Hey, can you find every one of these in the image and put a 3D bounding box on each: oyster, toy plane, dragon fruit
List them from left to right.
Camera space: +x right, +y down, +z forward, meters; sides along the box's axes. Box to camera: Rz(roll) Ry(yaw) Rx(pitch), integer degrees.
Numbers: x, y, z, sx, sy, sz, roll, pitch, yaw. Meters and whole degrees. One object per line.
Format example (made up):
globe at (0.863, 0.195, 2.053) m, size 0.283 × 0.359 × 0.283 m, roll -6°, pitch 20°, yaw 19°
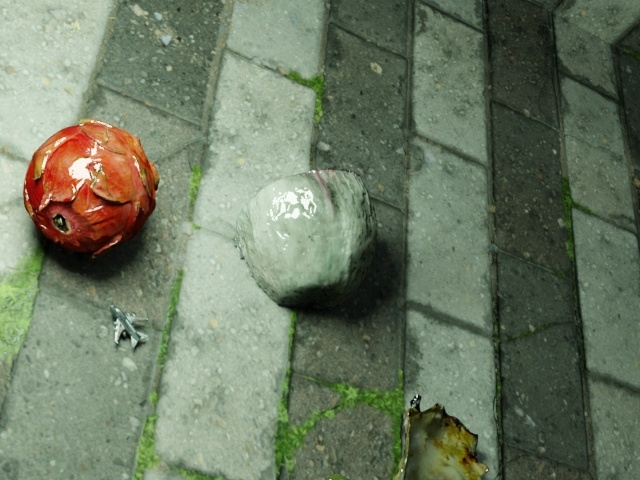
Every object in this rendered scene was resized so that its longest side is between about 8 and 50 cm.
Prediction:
dragon fruit at (-0.400, -0.094, 1.724) m, size 0.241 × 0.241 × 0.252 m, roll 31°, pitch 63°, yaw -13°
toy plane at (-0.344, 0.149, 1.726) m, size 0.083 × 0.031 × 0.078 m, roll 47°, pitch 47°, yaw 2°
dragon fruit at (0.000, 0.000, 1.937) m, size 0.283 × 0.204 × 0.221 m, roll 3°, pitch 60°, yaw -31°
oyster at (0.212, 0.474, 1.837) m, size 0.221 × 0.096 × 0.361 m, roll 31°, pitch 48°, yaw -20°

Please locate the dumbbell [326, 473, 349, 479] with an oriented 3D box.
dumbbell at (0.006, 0.441, 1.703) m, size 0.052 × 0.118 × 0.046 m, roll 21°, pitch 55°, yaw -23°
